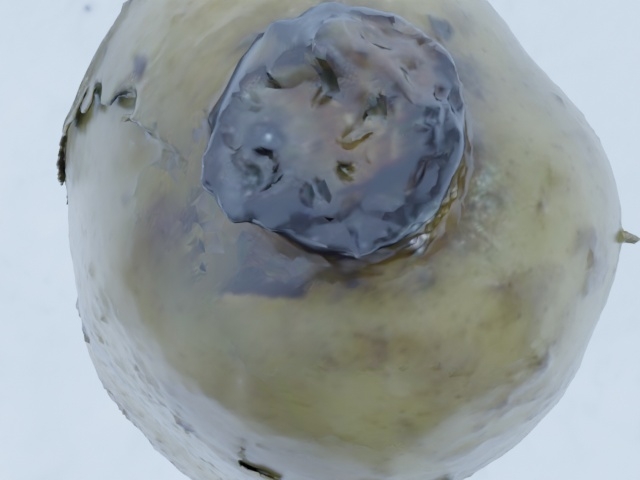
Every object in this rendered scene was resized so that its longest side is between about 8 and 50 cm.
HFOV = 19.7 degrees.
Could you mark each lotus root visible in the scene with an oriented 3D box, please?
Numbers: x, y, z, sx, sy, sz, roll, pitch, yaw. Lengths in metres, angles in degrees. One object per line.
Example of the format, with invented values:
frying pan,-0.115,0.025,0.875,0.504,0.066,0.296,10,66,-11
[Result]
lotus root,0.000,0.000,0.534,0.160,0.284,0.146,28,78,4
